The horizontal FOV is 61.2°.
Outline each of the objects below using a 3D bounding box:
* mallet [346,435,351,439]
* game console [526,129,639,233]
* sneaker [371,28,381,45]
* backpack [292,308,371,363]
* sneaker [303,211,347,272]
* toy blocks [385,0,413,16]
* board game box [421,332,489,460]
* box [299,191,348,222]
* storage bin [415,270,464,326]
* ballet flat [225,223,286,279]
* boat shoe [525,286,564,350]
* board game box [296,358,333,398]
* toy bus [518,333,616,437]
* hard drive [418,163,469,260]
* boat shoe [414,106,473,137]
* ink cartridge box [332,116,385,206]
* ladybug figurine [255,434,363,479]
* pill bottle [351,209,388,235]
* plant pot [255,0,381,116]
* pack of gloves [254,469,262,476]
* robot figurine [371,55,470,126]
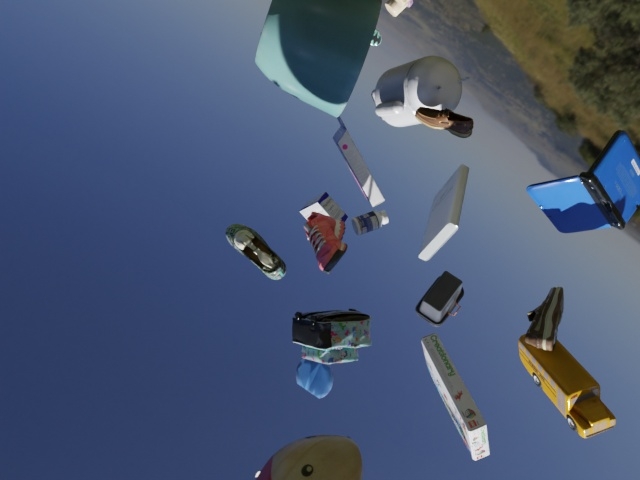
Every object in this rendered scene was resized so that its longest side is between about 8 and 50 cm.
[{"bbox_3d":[0.108,0.756,1.962,0.039,0.062,0.190,58,164,0],"label":"mallet"},{"bbox_3d":[0.793,-0.161,1.589,0.293,0.250,0.173,35,179,-38],"label":"game console"},{"bbox_3d":[0.095,-0.494,1.264,0.098,0.038,0.069,25,-160,-31],"label":"sneaker"},{"bbox_3d":[0.053,0.326,1.884,0.254,0.190,0.225,-7,-177,-37],"label":"backpack"},{"bbox_3d":[0.000,0.000,1.758,0.136,0.116,0.313,31,-159,-13],"label":"sneaker"},{"bbox_3d":[0.204,-0.721,1.237,0.288,0.260,0.309,47,-174,-7],"label":"toy blocks"},{"bbox_3d":[0.377,0.434,1.521,0.305,0.053,0.193,-113,1,-45],"label":"board game box"},{"bbox_3d":[0.013,-0.102,2.086,0.137,0.126,0.072,48,-126,-15],"label":"box"},{"bbox_3d":[0.321,0.150,1.414,0.098,0.135,0.091,35,166,19],"label":"storage bin"},{"bbox_3d":[-0.157,0.019,1.297,0.188,0.070,0.070,38,-160,11],"label":"ballet flat"},{"bbox_3d":[0.694,0.229,1.683,0.095,0.095,0.257,4,-146,32],"label":"boat shoe"},{"bbox_3d":[-0.016,0.534,2.134,0.169,0.133,0.033,27,-170,27],"label":"board game box"},{"bbox_3d":[0.731,0.419,1.622,0.332,0.108,0.130,-115,8,-58],"label":"toy bus"},{"bbox_3d":[0.490,-0.112,2.132,0.047,0.233,0.353,28,-131,-4],"label":"hard drive"},{"bbox_3d":[0.366,-0.361,1.589,0.178,0.060,0.064,24,-124,16],"label":"boat shoe"},{"bbox_3d":[0.130,-0.316,2.101,0.370,0.069,0.175,61,-176,-18],"label":"ink cartridge box"},{"bbox_3d":[-0.075,0.555,1.015,0.162,0.449,0.305,25,-170,-6],"label":"ladybug figurine"},{"bbox_3d":[0.177,-0.067,1.922,0.120,0.067,0.067,-19,-138,-10],"label":"pill bottle"},{"bbox_3d":[-0.020,-0.472,1.289,0.235,0.292,0.293,18,-157,-8],"label":"plant pot"},{"bbox_3d":[-0.061,0.703,1.608,0.232,0.195,0.046,10,-128,-18],"label":"pack of gloves"},{"bbox_3d":[0.314,-0.481,1.760,0.353,0.300,0.199,7,131,60],"label":"robot figurine"}]
